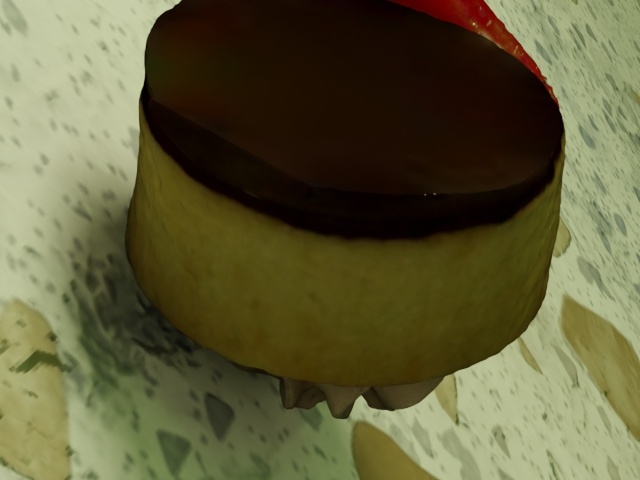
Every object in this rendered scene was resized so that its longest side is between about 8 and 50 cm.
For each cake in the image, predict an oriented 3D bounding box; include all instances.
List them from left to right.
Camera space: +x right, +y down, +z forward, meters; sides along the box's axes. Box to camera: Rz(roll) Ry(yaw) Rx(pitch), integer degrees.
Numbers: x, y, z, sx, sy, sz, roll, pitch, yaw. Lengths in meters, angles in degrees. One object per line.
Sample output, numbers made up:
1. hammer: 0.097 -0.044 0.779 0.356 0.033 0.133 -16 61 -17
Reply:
1. cake: 0.000 0.000 0.703 0.208 0.178 0.185 -3 37 -29

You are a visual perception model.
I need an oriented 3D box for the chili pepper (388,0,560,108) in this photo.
1. chili pepper: 0.030 -0.187 1.025 0.387 0.110 0.110 46 27 -25
